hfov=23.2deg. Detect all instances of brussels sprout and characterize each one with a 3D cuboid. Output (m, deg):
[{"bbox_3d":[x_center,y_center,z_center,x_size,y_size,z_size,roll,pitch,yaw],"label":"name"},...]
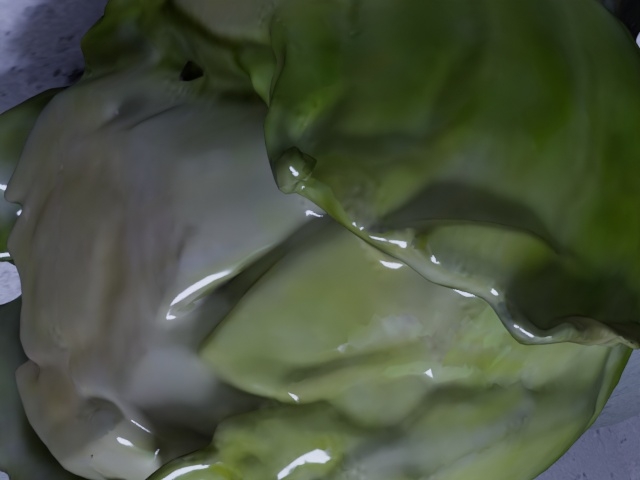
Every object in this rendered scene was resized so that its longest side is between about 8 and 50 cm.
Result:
[{"bbox_3d":[0.015,0.009,0.909,0.361,0.342,0.425,6,164,-38],"label":"brussels sprout"}]

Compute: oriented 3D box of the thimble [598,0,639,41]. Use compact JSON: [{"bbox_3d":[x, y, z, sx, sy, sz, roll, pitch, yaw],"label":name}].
[{"bbox_3d":[0.240,-0.145,0.999,0.190,0.137,0.143,-55,159,0],"label":"thimble"}]
